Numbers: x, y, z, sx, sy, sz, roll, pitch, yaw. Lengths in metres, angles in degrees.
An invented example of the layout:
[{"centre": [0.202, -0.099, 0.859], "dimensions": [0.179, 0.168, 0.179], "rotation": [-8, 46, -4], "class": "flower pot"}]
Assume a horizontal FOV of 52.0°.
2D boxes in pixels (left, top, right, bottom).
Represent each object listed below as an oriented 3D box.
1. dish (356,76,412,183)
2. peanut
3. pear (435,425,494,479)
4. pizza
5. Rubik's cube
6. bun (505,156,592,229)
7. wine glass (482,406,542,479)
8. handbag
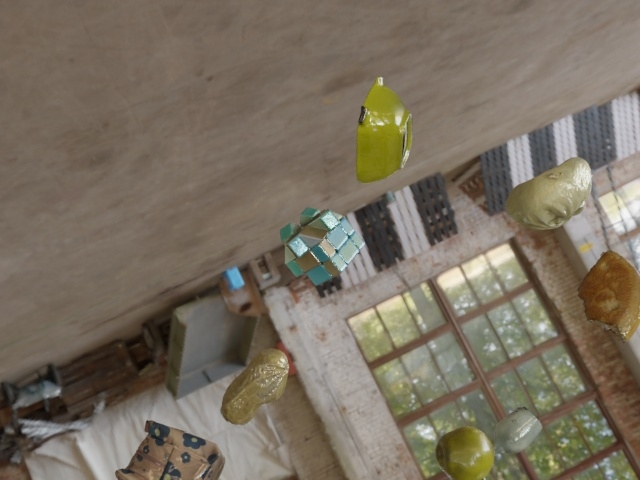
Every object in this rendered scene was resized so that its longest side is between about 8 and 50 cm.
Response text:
[{"centre": [0.171, -0.266, 1.656], "dimensions": [0.262, 0.109, 0.221], "rotation": [84, 23, -49], "class": "dish"}, {"centre": [-0.144, 0.325, 1.440], "dimensions": [0.214, 0.099, 0.090], "rotation": [-47, -169, 20], "class": "peanut"}, {"centre": [0.500, 0.738, 2.257], "dimensions": [0.198, 0.198, 0.198], "rotation": [-25, 171, -4], "class": "pear"}, {"centre": [0.634, 0.118, 1.421], "dimensions": [0.134, 0.056, 0.271], "rotation": [-31, -155, 24], "class": "pizza"}, {"centre": [0.000, 0.000, 2.124], "dimensions": [0.224, 0.213, 0.265], "rotation": [-32, -169, 43], "class": "Rubik's cube"}, {"centre": [0.640, -0.115, 1.820], "dimensions": [0.259, 0.159, 0.259], "rotation": [-25, 176, -2], "class": "bun"}, {"centre": [0.682, 0.762, 2.458], "dimensions": [0.321, 0.143, 0.143], "rotation": [-34, 173, -10], "class": "wine glass"}, {"centre": [-0.339, 0.527, 1.499], "dimensions": [0.190, 0.193, 0.251], "rotation": [-58, 172, -23], "class": "handbag"}]
